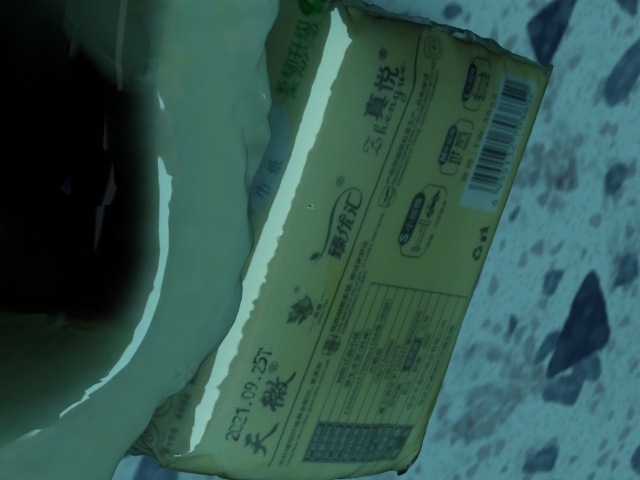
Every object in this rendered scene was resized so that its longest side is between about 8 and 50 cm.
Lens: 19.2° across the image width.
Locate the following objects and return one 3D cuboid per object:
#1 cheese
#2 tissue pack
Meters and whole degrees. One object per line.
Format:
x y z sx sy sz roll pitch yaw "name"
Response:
-0.163 -0.057 0.618 0.292 0.153 0.332 -13 120 -40 "cheese"
0.000 0.000 0.851 0.186 0.090 0.222 8 105 -48 "tissue pack"
